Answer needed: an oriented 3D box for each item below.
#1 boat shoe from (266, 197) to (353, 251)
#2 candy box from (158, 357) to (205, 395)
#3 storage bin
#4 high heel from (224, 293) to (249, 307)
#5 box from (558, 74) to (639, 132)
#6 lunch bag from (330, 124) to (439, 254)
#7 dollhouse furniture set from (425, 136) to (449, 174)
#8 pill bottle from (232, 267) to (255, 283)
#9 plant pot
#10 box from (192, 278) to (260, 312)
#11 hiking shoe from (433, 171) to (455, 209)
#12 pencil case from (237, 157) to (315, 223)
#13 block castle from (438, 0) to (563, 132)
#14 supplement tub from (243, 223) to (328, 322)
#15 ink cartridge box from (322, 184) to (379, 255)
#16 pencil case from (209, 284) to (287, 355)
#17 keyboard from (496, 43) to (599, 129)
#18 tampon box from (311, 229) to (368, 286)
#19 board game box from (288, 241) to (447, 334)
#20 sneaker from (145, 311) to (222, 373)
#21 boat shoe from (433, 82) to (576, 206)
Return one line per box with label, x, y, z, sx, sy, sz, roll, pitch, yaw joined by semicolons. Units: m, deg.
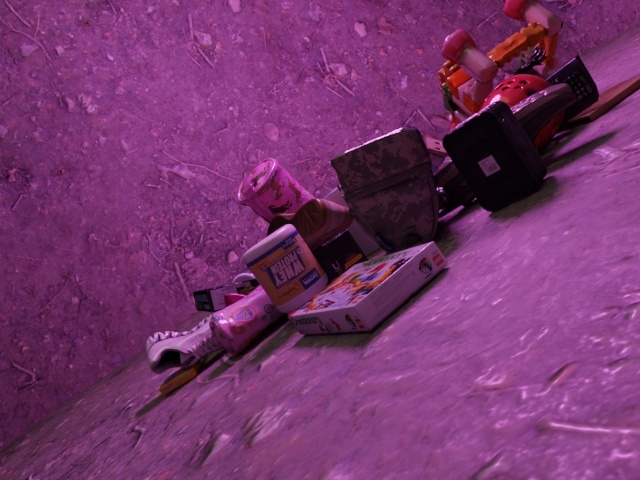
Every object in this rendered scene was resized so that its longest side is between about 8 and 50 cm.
boat shoe;-0.039;-0.017;1.511;0.110;0.122;0.341;4;-13;-29
candy box;-0.373;0.358;1.611;0.105;0.027;0.206;-34;5;1
storage bin;0.339;-0.163;1.138;0.122;0.180;0.084;-30;6;42
high heel;-0.141;0.145;1.585;0.244;0.117;0.082;-30;0;-26
box;0.697;-0.340;1.460;0.201;0.021;0.164;-35;5;-9
lunch bag;0.165;-0.109;1.330;0.212;0.256;0.305;-23;6;10
dollhouse furniture set;0.380;-0.202;1.694;0.129;0.183;0.129;-68;-7;-64
pill bottle;-0.215;0.137;2.122;0.130;0.130;0.245;-32;6;24
plant pot;0.472;-0.284;1.433;0.174;0.191;0.191;-45;10;-32
box;-0.217;0.152;1.766;0.293;0.073;0.295;-10;-3;-21
hiking shoe;0.350;-0.139;1.532;0.114;0.086;0.227;-16;18;25
pencil case;-0.068;-0.069;1.705;0.160;0.386;0.167;-47;29;0
block castle;0.512;-0.477;1.723;0.303;0.213;0.453;-35;-30;-3
supplement tub;-0.072;0.078;1.367;0.144;0.200;0.144;-34;5;3
ink cartridge box;0.164;-0.111;1.669;0.197;0.198;0.270;-32;6;21
pencil case;-0.141;0.163;1.468;0.284;0.124;0.124;-37;6;-23
keyboard;0.537;-0.361;1.492;0.033;0.201;0.317;-21;-10;-34
tampon box;0.029;0.050;1.547;0.120;0.101;0.161;-36;6;-16
board game box;0.076;0.097;1.083;0.193;0.053;0.305;-36;5;-25
sneaker;-0.322;0.277;1.556;0.292;0.110;0.118;-20;20;-5
boat shoe;0.417;-0.203;1.297;0.355;0.130;0.132;-38;4;37
